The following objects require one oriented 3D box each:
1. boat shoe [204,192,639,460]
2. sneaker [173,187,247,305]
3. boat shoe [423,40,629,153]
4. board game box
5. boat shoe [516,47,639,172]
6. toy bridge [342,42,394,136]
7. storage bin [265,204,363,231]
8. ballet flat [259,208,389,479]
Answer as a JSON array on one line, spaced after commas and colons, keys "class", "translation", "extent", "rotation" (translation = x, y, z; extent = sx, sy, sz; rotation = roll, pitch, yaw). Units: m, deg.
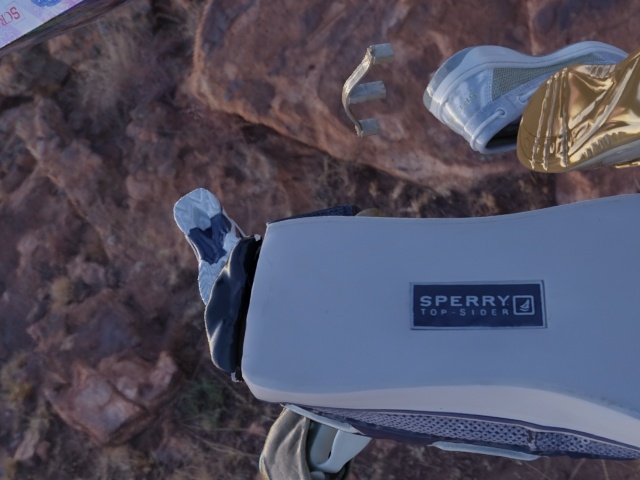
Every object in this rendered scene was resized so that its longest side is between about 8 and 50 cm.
[{"class": "boat shoe", "translation": [0.122, 0.057, 0.409], "extent": [0.340, 0.158, 0.127], "rotation": [5, 70, 12]}, {"class": "sneaker", "translation": [-0.134, 0.046, 1.135], "extent": [0.094, 0.153, 0.235], "rotation": [-35, 65, 1]}, {"class": "boat shoe", "translation": [0.258, -0.145, 0.818], "extent": [0.103, 0.320, 0.118], "rotation": [61, 138, 29]}, {"class": "board game box", "translation": [-0.370, -0.375, 1.147], "extent": [0.318, 0.066, 0.318], "rotation": [-13, 21, 34]}, {"class": "boat shoe", "translation": [0.165, -0.063, 0.389], "extent": [0.170, 0.059, 0.063], "rotation": [178, 102, -74]}, {"class": "toy bridge", "translation": [0.066, -0.220, 1.118], "extent": [0.063, 0.188, 0.026], "rotation": [-11, 62, -9]}, {"class": "storage bin", "translation": [0.000, 0.000, 1.407], "extent": [0.180, 0.122, 0.084], "rotation": [-11, 76, 16]}, {"class": "ballet flat", "translation": [0.039, 0.127, 0.809], "extent": [0.124, 0.116, 0.342], "rotation": [5, 67, 56]}]
